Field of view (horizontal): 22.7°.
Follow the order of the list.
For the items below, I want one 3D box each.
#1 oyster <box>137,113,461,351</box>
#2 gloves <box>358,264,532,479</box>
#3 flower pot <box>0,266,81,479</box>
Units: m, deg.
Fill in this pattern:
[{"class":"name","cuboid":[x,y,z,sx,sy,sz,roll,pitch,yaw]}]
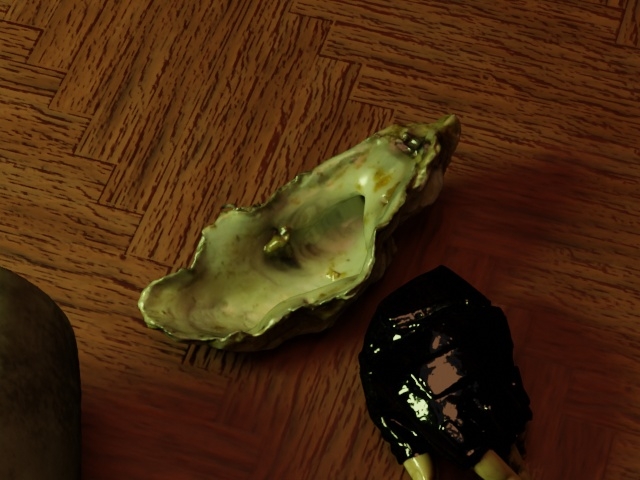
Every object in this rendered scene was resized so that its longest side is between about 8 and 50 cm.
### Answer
[{"class":"oyster","cuboid":[-0.001,0.001,1.502,0.166,0.110,0.341,33,66,29]},{"class":"gloves","cuboid":[0.122,0.140,1.402,0.164,0.124,0.203,-42,53,-2]},{"class":"flower pot","cuboid":[-0.332,0.199,1.290,0.293,0.293,0.330,0,48,3]}]
